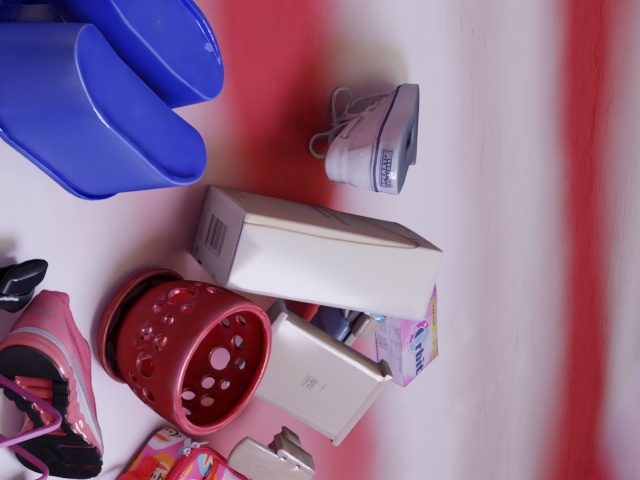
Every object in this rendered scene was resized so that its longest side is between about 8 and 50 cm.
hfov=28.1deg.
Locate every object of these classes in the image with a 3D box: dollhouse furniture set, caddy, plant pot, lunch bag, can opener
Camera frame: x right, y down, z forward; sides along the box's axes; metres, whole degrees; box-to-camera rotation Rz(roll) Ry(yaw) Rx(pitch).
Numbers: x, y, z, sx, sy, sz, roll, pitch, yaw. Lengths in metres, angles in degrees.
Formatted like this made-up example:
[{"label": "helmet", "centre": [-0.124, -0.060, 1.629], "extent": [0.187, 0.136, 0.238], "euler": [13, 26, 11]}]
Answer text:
[{"label": "dollhouse furniture set", "centre": [-0.062, 0.175, 1.944], "extent": [0.198, 0.303, 0.286], "euler": [32, 105, -20]}, {"label": "caddy", "centre": [-0.255, -0.189, 1.421], "extent": [0.341, 0.179, 0.241], "euler": [47, 46, -54]}, {"label": "plant pot", "centre": [-0.186, 0.141, 1.709], "extent": [0.191, 0.174, 0.191], "euler": [-31, 132, -42]}, {"label": "lunch bag", "centre": [-0.241, 0.425, 1.868], "extent": [0.293, 0.120, 0.258], "euler": [-57, 141, -17]}, {"label": "can opener", "centre": [-0.397, 0.063, 1.470], "extent": [0.186, 0.059, 0.073], "euler": [-23, 144, -48]}]

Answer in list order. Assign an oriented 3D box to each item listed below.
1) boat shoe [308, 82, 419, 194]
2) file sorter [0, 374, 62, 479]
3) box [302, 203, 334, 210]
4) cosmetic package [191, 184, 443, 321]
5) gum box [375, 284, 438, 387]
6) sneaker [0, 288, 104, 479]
[{"label": "boat shoe", "centre": [0.063, -0.155, 1.927], "extent": [0.367, 0.157, 0.135], "euler": [-64, 157, -66]}, {"label": "file sorter", "centre": [-0.426, 0.299, 1.400], "extent": [0.202, 0.182, 0.290], "euler": [-10, 121, -55]}, {"label": "box", "centre": [0.000, 0.000, 1.952], "extent": [0.101, 0.102, 0.087], "euler": [3, 109, -55]}, {"label": "cosmetic package", "centre": [-0.005, 0.018, 1.790], "extent": [0.310, 0.160, 0.113], "euler": [10, 102, -27]}, {"label": "gum box", "centre": [0.155, 0.155, 2.298], "extent": [0.107, 0.062, 0.188], "euler": [-39, 138, -36]}, {"label": "sneaker", "centre": [-0.320, 0.186, 1.610], "extent": [0.313, 0.116, 0.136], "euler": [91, 8, -47]}]
